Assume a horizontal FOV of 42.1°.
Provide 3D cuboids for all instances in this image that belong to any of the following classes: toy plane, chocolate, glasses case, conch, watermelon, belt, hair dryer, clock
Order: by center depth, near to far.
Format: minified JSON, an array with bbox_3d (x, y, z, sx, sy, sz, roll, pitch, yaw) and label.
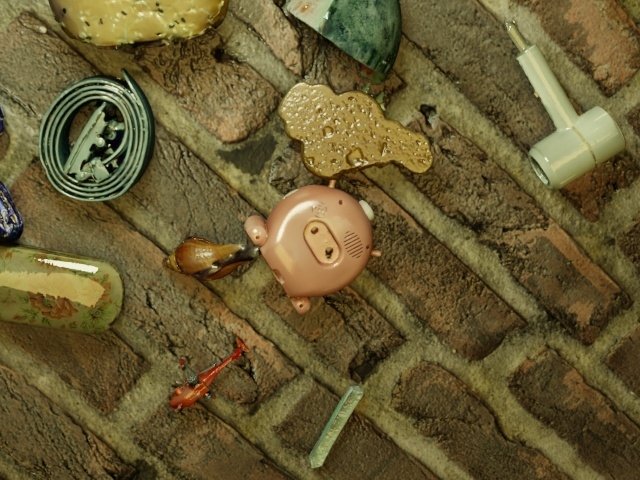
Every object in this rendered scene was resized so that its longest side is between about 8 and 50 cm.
[{"bbox_3d":[0.030,-0.411,1.549,0.214,0.289,0.319,1,121,24],"label":"watermelon"},{"bbox_3d":[-0.657,-0.166,1.578,0.148,0.126,0.343,4,104,36],"label":"chocolate"},{"bbox_3d":[-0.421,-0.203,1.589,0.207,0.116,0.267,20,104,-6],"label":"belt"},{"bbox_3d":[-0.605,0.085,1.654,0.426,0.098,0.156,10,99,-9],"label":"glasses case"},{"bbox_3d":[-0.228,0.039,1.657,0.233,0.080,0.086,13,123,33],"label":"conch"},{"bbox_3d":[0.091,-0.275,1.668,0.083,0.033,0.080,-7,94,-4],"label":"toy plane"},{"bbox_3d":[0.000,0.000,1.680,0.241,0.142,0.227,-31,106,-1],"label":"clock"},{"bbox_3d":[0.454,-0.291,1.686,0.173,0.107,0.357,-32,97,2],"label":"hair dryer"},{"bbox_3d":[-0.233,0.295,1.768,0.194,0.077,0.126,-19,115,-10],"label":"toy plane"}]

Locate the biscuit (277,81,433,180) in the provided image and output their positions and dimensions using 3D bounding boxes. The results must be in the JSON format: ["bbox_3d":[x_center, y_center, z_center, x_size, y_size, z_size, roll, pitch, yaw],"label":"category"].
[{"bbox_3d":[0.068,-0.203,1.638,0.320,0.047,0.183,10,96,1],"label":"biscuit"}]

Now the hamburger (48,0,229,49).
[{"bbox_3d":[-0.324,-0.498,1.459,0.318,0.195,0.276,-8,124,0],"label":"hamburger"}]

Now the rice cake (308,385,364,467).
[{"bbox_3d":[0.033,0.411,1.839,0.034,0.043,0.210,28,100,-8],"label":"rice cake"}]
